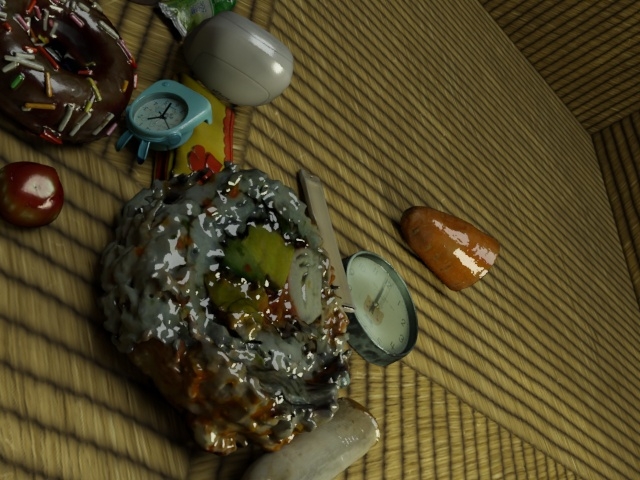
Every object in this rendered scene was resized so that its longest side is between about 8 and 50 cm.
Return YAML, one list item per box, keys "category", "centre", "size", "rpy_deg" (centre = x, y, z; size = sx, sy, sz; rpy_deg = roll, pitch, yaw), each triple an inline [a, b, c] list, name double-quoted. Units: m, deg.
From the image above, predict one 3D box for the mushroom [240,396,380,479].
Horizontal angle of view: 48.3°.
- category: "mushroom"
  centre: [-0.020, 0.315, 1.000]
  size: [0.351, 0.122, 0.095]
  rpy_deg: [-26, 119, -63]

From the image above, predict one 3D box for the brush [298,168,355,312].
- category: "brush"
  centre: [0.000, 0.000, 1.338]
  size: [0.060, 0.050, 0.321]
  rpy_deg: [22, 41, -40]

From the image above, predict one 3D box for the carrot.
- category: "carrot"
  centre: [0.274, -0.001, 1.626]
  size: [0.225, 0.159, 0.159]
  rpy_deg: [35, 40, -16]

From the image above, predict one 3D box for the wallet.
- category: "wallet"
  centre: [-0.196, -0.155, 1.171]
  size: [0.141, 0.067, 0.241]
  rpy_deg: [31, 43, -40]

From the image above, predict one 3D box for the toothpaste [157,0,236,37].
- category: "toothpaste"
  centre: [-0.224, -0.452, 1.375]
  size: [0.078, 0.047, 0.248]
  rpy_deg: [54, 36, -11]

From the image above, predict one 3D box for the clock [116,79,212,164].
- category: "clock"
  centre: [-0.244, -0.178, 1.083]
  size: [0.108, 0.045, 0.147]
  rpy_deg: [31, 59, 20]

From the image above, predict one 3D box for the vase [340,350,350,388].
- category: "vase"
  centre: [0.001, 0.150, 1.208]
  size: [0.060, 0.060, 0.211]
  rpy_deg: [-8, 73, -55]

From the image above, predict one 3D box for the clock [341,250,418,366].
- category: "clock"
  centre: [0.108, 0.128, 1.377]
  size: [0.226, 0.049, 0.226]
  rpy_deg: [31, 45, -36]

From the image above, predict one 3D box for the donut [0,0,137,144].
- category: "donut"
  centre: [-0.371, -0.257, 0.985]
  size: [0.269, 0.103, 0.270]
  rpy_deg: [32, 42, -34]

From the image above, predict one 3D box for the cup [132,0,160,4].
- category: "cup"
  centre: [-0.299, -0.572, 1.222]
  size: [0.253, 0.200, 0.191]
  rpy_deg: [60, 34, 0]

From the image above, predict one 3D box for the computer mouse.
- category: "computer mouse"
  centre: [-0.148, -0.297, 1.229]
  size: [0.184, 0.297, 0.121]
  rpy_deg: [27, 88, -24]

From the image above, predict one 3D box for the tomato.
- category: "tomato"
  centre: [-0.358, -0.059, 0.877]
  size: [0.087, 0.075, 0.087]
  rpy_deg: [28, 49, -37]

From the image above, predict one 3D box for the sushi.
- category: "sushi"
  centre: [-0.111, 0.078, 1.002]
  size: [0.417, 0.175, 0.418]
  rpy_deg: [30, 47, -37]
